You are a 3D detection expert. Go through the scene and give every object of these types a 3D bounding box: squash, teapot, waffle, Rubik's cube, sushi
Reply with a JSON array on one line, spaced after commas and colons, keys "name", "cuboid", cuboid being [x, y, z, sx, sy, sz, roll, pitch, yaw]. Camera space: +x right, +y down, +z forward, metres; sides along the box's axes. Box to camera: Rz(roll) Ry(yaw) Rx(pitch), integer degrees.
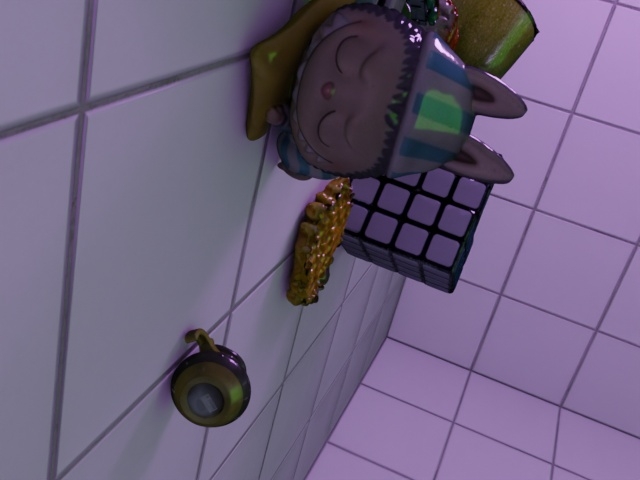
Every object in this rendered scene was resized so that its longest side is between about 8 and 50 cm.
[{"name": "squash", "cuboid": [0.415, -0.561, 2.168, 0.309, 0.310, 0.310, -50, 165, -5]}, {"name": "teapot", "cuboid": [-0.180, 0.218, 1.208, 0.119, 0.130, 0.165, -77, 153, -76]}, {"name": "waffle", "cuboid": [-0.003, 0.010, 1.696, 0.329, 0.062, 0.329, 21, 90, -79]}, {"name": "Rubik's cube", "cuboid": [0.257, -0.088, 1.981, 0.344, 0.344, 0.337, 50, 62, -75]}, {"name": "sushi", "cuboid": [0.268, -0.487, 1.924, 0.332, 0.130, 0.124, -65, 172, 6]}]

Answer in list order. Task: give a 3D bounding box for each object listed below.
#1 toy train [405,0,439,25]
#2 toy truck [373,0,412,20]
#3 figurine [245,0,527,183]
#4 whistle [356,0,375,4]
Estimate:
[{"name": "toy train", "cuboid": [0.226, -0.571, 1.685, 0.227, 0.091, 0.136, 51, 50, -74]}, {"name": "toy truck", "cuboid": [0.111, -0.404, 1.384, 0.242, 0.125, 0.101, 46, 66, -75]}, {"name": "figurine", "cuboid": [0.101, -0.154, 1.118, 0.266, 0.378, 0.361, -50, 165, -16]}, {"name": "whistle", "cuboid": [0.046, -0.430, 1.148, 0.180, 0.093, 0.269, -37, 154, -19]}]
